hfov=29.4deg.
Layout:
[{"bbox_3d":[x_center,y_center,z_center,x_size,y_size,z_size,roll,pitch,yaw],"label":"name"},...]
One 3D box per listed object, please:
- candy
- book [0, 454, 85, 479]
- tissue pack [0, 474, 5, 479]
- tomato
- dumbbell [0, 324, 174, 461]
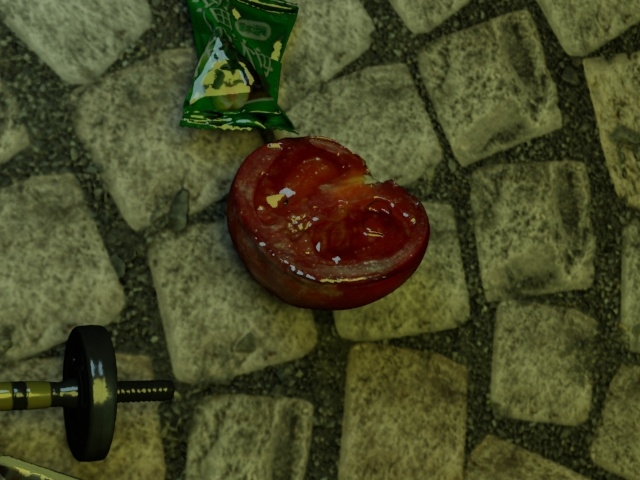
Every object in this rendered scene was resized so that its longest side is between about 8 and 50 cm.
[{"bbox_3d":[-0.100,-0.214,1.437,0.141,0.078,0.203,16,63,-31],"label":"candy"},{"bbox_3d":[-0.251,0.306,1.252,0.231,0.157,0.026,23,33,-17],"label":"book"},{"bbox_3d":[-0.393,0.372,1.124,0.242,0.125,0.343,-13,108,-23],"label":"tissue pack"},{"bbox_3d":[0.000,0.000,1.408,0.200,0.139,0.233,-28,58,-32],"label":"tomato"},{"bbox_3d":[-0.308,0.158,1.243,0.325,0.143,0.143,1,81,-23],"label":"dumbbell"}]
